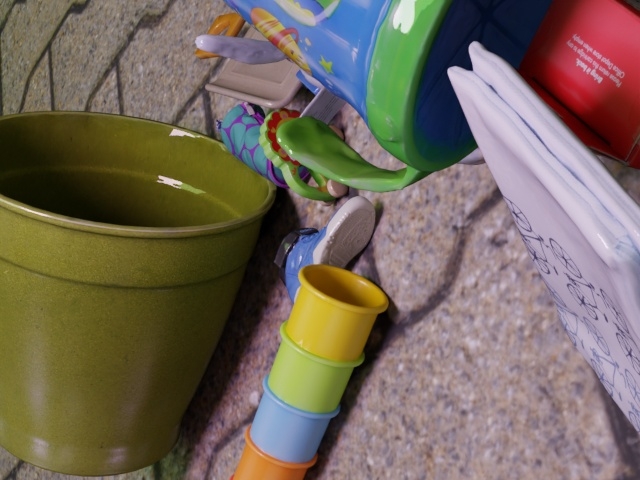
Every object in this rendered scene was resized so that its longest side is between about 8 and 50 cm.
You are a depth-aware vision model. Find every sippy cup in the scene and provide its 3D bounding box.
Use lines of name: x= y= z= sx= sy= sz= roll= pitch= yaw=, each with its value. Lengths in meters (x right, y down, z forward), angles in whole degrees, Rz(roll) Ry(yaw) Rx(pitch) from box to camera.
sippy cup: x=0.043 y=-0.201 z=0.868 sx=0.224 sy=0.240 sz=0.305 roll=33 pitch=92 yaw=23

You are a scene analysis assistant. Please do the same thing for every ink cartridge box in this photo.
ink cartridge box: x=0.227 y=-0.097 z=0.788 sx=0.078 sy=0.231 sz=0.134 roll=-64 pitch=35 yaw=22

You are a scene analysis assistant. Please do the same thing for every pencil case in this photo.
pencil case: x=-0.063 y=-0.113 z=1.413 sx=0.151 sy=0.064 sz=0.070 roll=37 pitch=137 yaw=55

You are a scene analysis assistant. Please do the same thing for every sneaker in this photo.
sneaker: x=-0.001 y=0.000 z=1.282 sx=0.084 sy=0.058 sz=0.152 roll=54 pitch=132 yaw=40

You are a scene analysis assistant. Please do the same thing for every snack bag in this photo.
snack bag: x=0.207 y=0.081 z=0.715 sx=0.037 sy=0.323 sz=0.342 roll=-33 pitch=50 yaw=0

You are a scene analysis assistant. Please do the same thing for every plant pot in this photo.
plant pot: x=-0.263 y=0.072 z=1.443 sx=0.366 sy=0.366 sz=0.353 roll=45 pitch=129 yaw=54

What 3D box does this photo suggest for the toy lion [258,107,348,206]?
toy lion: x=-0.021 y=-0.093 z=1.309 sx=0.034 sy=0.096 sz=0.100 roll=-36 pitch=52 yaw=49

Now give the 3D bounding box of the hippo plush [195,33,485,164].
hippo plush: x=0.071 y=-0.170 z=1.113 sx=0.294 sy=0.234 sz=0.236 roll=-40 pitch=5 yaw=-3

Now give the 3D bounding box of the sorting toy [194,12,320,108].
sorting toy: x=-0.029 y=-0.229 z=1.388 sx=0.196 sy=0.047 sz=0.347 roll=-55 pitch=32 yaw=-7

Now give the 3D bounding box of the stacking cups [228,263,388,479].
stacking cups: x=-0.027 y=0.185 z=1.238 sx=0.096 sy=0.096 sz=0.316 roll=44 pitch=119 yaw=54
